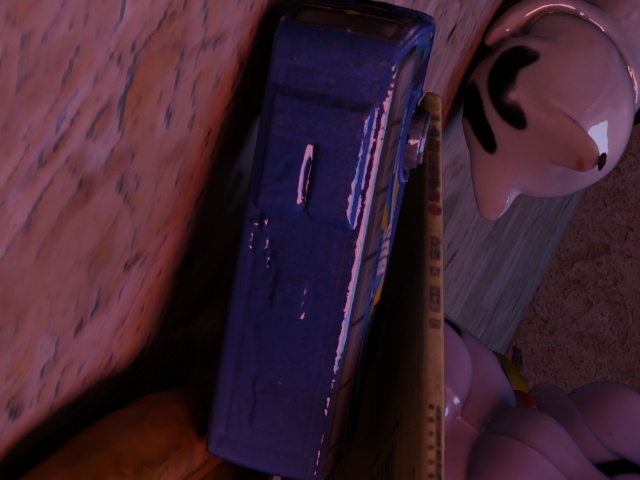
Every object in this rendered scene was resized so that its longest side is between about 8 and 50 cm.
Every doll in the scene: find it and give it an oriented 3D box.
[{"bbox_3d":[0.148,-0.098,0.773,0.181,0.107,0.110,-43,180,-40],"label":"doll"}]

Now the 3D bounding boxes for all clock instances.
[{"bbox_3d":[0.086,0.132,0.689,0.189,0.254,0.189,24,90,-81],"label":"clock"}]

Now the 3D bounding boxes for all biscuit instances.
[{"bbox_3d":[-0.070,0.123,0.498,0.154,0.045,0.299,-59,167,-17],"label":"biscuit"}]

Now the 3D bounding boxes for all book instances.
[{"bbox_3d":[0.012,0.063,0.498,0.192,0.013,0.168,-84,-166,-44],"label":"book"}]

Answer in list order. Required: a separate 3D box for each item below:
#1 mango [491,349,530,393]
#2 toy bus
[{"bbox_3d":[0.042,0.241,0.900,0.365,0.182,0.253,-59,166,-1],"label":"mango"},{"bbox_3d":[0.000,0.000,0.422,0.061,0.051,0.153,-48,149,-72],"label":"toy bus"}]
